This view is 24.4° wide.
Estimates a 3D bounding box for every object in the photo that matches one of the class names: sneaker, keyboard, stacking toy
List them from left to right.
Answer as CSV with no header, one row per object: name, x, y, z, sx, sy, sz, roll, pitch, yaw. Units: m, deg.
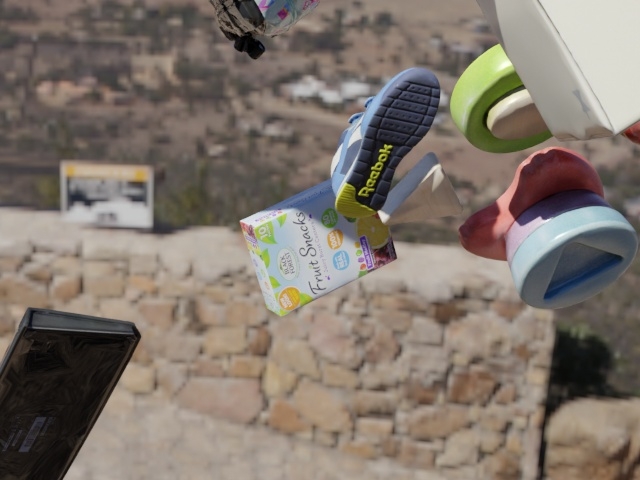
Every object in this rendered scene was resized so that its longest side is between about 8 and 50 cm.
keyboard,-0.313,0.172,1.403,0.201,0.317,0.033,6,43,-31
sneaker,0.047,-0.087,1.201,0.053,0.144,0.059,16,35,-24
stacking toy,0.233,-0.049,1.392,0.279,0.309,0.130,5,45,-33

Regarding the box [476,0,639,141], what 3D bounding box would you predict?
box,0.239,-0.178,0.979,0.232,0.127,0.148,-31,5,-4

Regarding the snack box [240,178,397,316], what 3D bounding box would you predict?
snack box,0.000,0.000,1.470,0.141,0.100,0.037,-25,23,-21

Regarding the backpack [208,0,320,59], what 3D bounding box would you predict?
backpack,-0.055,-0.241,1.256,0.115,0.152,0.182,-40,14,-4
